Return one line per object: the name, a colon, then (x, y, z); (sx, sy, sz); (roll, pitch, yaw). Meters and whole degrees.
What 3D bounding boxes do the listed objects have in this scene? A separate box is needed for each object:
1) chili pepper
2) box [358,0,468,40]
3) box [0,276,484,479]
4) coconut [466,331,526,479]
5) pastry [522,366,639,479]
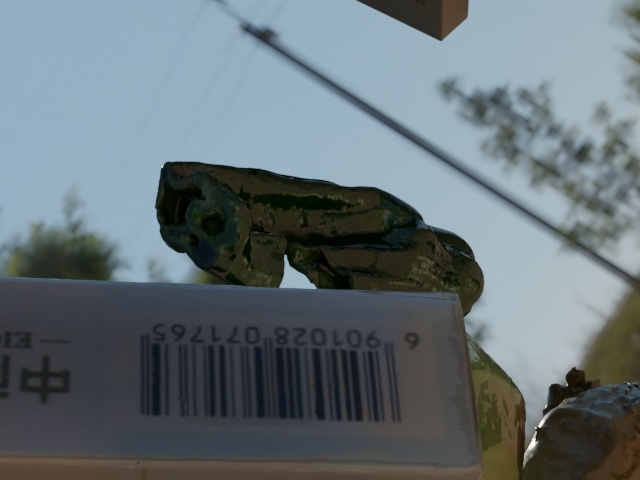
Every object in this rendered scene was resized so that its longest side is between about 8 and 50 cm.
chili pepper: (0.001, 0.001, 1.282); (0.253, 0.099, 0.083); (15, -63, -39)
box: (0.036, -0.350, 1.595); (0.051, 0.204, 0.365); (-43, -31, -32)
box: (-0.087, 0.081, 0.555); (0.155, 0.243, 0.067); (99, 169, -46)
coconut: (0.048, 0.145, 1.519); (0.204, 0.236, 0.236); (-49, -12, 1)
pastry: (0.232, 0.236, 1.645); (0.236, 0.121, 0.257); (5, -77, -52)
